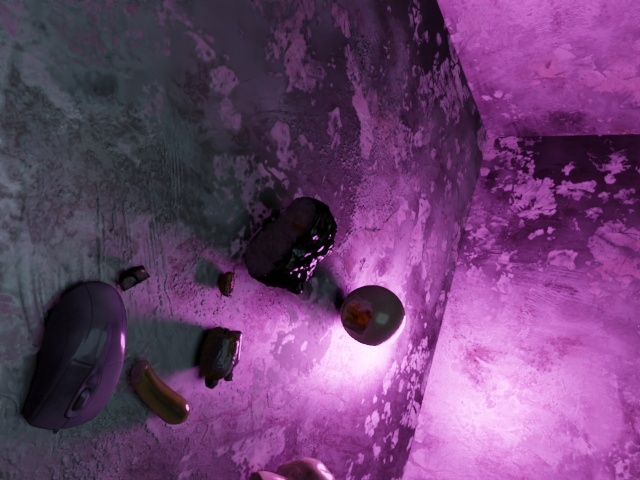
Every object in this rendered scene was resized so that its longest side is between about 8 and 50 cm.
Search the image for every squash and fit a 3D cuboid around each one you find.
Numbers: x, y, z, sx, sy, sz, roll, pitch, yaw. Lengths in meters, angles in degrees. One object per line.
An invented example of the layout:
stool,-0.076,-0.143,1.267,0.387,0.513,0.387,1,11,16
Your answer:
squash,-0.456,0.442,1.298,0.083,0.083,0.250,-53,132,-35

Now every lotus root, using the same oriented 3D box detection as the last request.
lotus root,-0.324,0.371,1.442,0.113,0.088,0.192,18,79,-14

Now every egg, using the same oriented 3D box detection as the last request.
egg,0.251,0.344,2.091,0.336,0.278,0.279,13,85,-49

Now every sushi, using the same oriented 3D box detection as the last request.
sushi,-0.499,0.096,1.210,0.083,0.044,0.046,-37,104,-47
sushi,-0.092,0.014,1.542,0.350,0.211,0.171,-48,138,4

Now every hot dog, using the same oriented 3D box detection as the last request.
hot dog,-0.303,0.142,1.486,0.058,0.035,0.083,11,88,-54

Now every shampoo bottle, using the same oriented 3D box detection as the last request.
shampoo bottle,-0.302,0.387,1.530,0.080,0.040,0.165,4,92,-55

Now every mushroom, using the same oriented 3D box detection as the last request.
mushroom,-0.116,0.963,1.714,0.336,0.314,0.315,27,73,-29

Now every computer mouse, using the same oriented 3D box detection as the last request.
computer mouse,-0.562,0.286,1.086,0.188,0.121,0.371,23,81,-53

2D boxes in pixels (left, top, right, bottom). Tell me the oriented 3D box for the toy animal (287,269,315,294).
toy animal,-0.065,0.029,1.744,0.168,0.106,0.344,-26,121,-50
